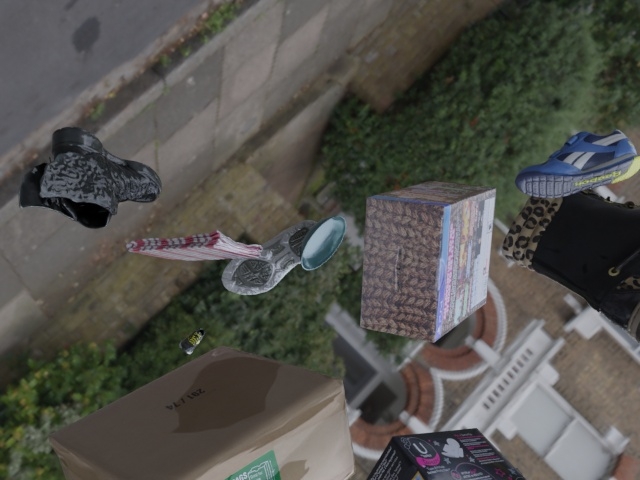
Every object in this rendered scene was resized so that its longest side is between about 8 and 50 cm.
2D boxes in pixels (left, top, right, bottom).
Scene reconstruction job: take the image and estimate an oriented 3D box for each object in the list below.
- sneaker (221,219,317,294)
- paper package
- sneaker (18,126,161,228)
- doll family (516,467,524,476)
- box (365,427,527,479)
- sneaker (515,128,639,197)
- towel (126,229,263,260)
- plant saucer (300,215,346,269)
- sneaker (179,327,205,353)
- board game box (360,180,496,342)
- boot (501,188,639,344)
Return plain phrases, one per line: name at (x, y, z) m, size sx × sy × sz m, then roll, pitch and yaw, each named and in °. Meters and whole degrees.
sneaker at (-0.089, 0.035, 1.537) m, size 0.232 × 0.090 × 0.115 m, roll -27°, pitch -174°, yaw 6°
paper package at (-0.161, 0.303, 1.079) m, size 0.324 × 0.168 × 0.309 m, roll -24°, pitch -162°, yaw -39°
sneaker at (-0.210, -0.045, 0.719) m, size 0.051 × 0.089 × 0.170 m, roll -18°, pitch 154°, yaw 20°
doll family at (0.403, 0.610, 1.751) m, size 0.163 × 0.118 × 0.263 m, roll -30°, pitch 139°, yaw -5°
box at (0.207, 0.437, 1.330) m, size 0.247 × 0.142 × 0.163 m, roll 9°, pitch 117°, yaw -42°
sneaker at (0.298, -0.091, 0.895) m, size 0.144 × 0.059 × 0.053 m, roll -12°, pitch 153°, yaw 4°
towel at (-0.219, 0.012, 1.336) m, size 0.196 × 0.029 × 0.144 m, roll -3°, pitch 170°, yaw 27°
plant saucer at (0.000, 0.000, 1.410) m, size 0.119 × 0.021 × 0.119 m, roll -39°, pitch 151°, yaw -26°
sneaker at (-0.261, 0.201, 1.552) m, size 0.035 × 0.031 × 0.083 m, roll -51°, pitch -177°, yaw 18°
board game box at (0.202, 0.025, 1.384) m, size 0.291 × 0.141 × 0.232 m, roll -17°, pitch 113°, yaw -59°
boot at (0.497, -0.034, 1.198) m, size 0.377 × 0.284 × 0.138 m, roll -47°, pitch 140°, yaw -15°
